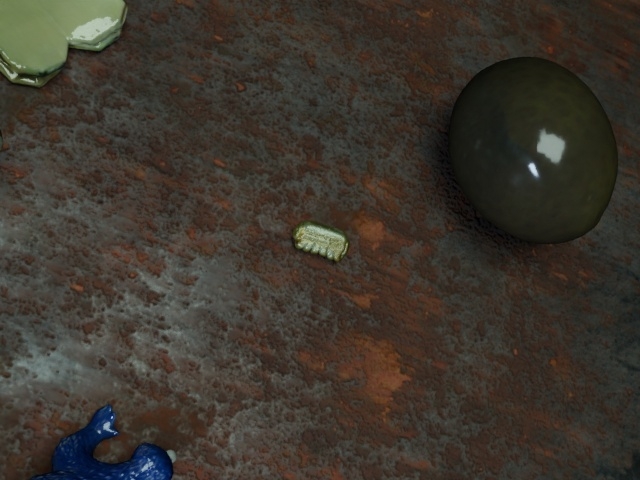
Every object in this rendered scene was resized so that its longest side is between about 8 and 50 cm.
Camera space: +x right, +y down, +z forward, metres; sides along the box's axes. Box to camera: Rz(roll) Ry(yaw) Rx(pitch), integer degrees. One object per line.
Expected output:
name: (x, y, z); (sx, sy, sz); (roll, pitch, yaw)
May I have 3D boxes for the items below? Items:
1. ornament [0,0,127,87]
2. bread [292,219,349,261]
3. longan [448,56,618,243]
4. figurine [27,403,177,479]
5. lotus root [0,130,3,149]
ornament: (-0.397, -0.330, 1.272); (0.201, 0.059, 0.180); (-40, 89, -25)
bread: (0.000, 0.000, 1.322); (0.087, 0.033, 0.049); (15, 86, -9)
longan: (0.324, -0.136, 1.360); (0.243, 0.300, 0.300); (-13, 77, 21)
figurine: (-0.295, 0.328, 1.094); (0.262, 0.121, 0.164); (-41, 87, -25)
lotus root: (-0.571, -0.220, 1.090); (0.250, 0.250, 0.346); (-26, 84, -22)
